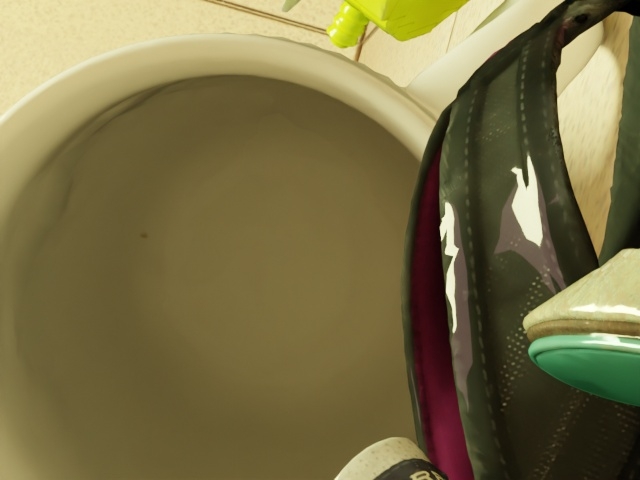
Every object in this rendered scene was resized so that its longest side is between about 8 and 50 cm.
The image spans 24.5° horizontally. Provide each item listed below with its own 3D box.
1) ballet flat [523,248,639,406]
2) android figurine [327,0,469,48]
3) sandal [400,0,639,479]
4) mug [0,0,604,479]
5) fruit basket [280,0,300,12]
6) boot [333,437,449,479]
[{"bbox_3d":[0.111,0.015,0.332,0.168,0.057,0.052,1,64,62],"label":"ballet flat"},{"bbox_3d":[0.091,-0.221,0.840,0.248,0.056,0.273,-30,-22,-54],"label":"android figurine"},{"bbox_3d":[0.070,0.056,0.466,0.167,0.107,0.445,141,143,-82],"label":"sandal"},{"bbox_3d":[0.000,0.000,0.780,0.374,0.276,0.328,-44,1,7],"label":"mug"},{"bbox_3d":[0.079,-0.350,0.930,0.353,0.165,0.327,-46,-18,-46],"label":"fruit basket"},{"bbox_3d":[0.035,0.099,0.343,0.258,0.095,0.123,-46,56,42],"label":"boot"}]
